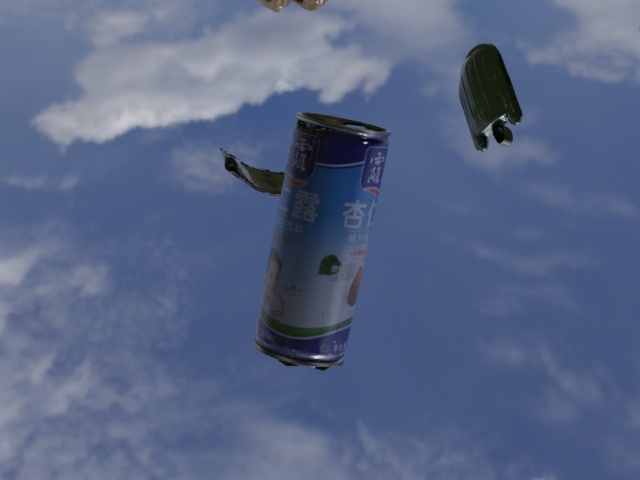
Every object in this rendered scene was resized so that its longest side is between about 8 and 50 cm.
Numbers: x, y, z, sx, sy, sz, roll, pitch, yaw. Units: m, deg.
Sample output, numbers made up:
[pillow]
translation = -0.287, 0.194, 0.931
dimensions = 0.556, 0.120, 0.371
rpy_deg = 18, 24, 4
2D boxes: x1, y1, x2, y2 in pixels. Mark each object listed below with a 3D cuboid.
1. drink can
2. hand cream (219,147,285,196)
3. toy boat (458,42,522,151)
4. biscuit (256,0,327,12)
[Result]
[drink can]
translation = 0.000, 0.000, 0.999
dimensions = 0.097, 0.235, 0.097
rpy_deg = 12, -169, -2
[hand cream]
translation = -0.051, -0.078, 1.309
dimensions = 0.163, 0.039, 0.062
rpy_deg = 14, -150, -20
[toy boat]
translation = 0.274, -0.242, 1.698
dimensions = 0.052, 0.104, 0.210
rpy_deg = 17, -133, -33
[biscuit]
translation = -0.045, -0.318, 1.045
dimensions = 0.035, 0.184, 0.249
rpy_deg = -45, -165, -23
